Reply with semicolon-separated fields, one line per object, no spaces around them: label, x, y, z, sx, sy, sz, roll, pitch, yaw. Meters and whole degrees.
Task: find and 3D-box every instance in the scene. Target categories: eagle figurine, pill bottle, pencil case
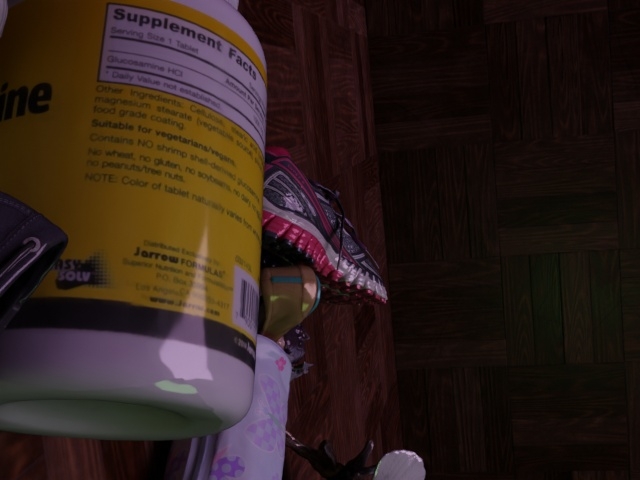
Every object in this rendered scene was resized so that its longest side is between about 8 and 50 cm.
eagle figurine;0.023;0.428;1.168;0.298;0.226;0.225;-86;-173;-55
pill bottle;-0.130;-0.051;0.559;0.188;0.188;0.334;60;28;-65
pencil case;-0.097;0.219;0.825;0.124;0.113;0.273;49;34;-37

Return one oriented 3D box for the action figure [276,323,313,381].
action figure;-0.058;0.068;1.122;0.185;0.099;0.285;71;22;-74

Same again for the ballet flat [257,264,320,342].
ballet flat;-0.080;0.092;0.939;0.232;0.073;0.080;-52;-139;45

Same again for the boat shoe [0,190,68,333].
boat shoe;-0.183;0.079;0.377;0.080;0.076;0.228;119;-6;-65

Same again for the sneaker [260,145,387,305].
sneaker;0.000;0.000;0.980;0.299;0.121;0.112;44;50;-57

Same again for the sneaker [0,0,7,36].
sneaker;-0.227;-0.040;0.407;0.085;0.086;0.237;130;-24;-65
